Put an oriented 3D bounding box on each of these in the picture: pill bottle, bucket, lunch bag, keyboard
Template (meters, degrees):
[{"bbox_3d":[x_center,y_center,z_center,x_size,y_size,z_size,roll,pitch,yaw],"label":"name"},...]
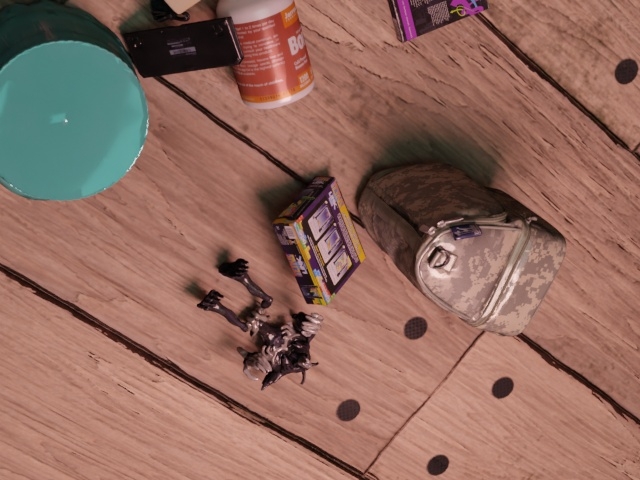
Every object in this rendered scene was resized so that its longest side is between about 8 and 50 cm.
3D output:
[{"bbox_3d":[-0.090,-0.321,1.877,0.121,0.121,0.216,-21,119,-10],"label":"pill bottle"},{"bbox_3d":[-0.387,-0.198,1.787,0.281,0.183,0.281,-8,115,-17],"label":"bucket"},{"bbox_3d":[0.218,0.001,2.030,0.256,0.305,0.213,18,105,-27],"label":"lunch bag"},{"bbox_3d":[-0.211,-0.305,1.844,0.180,0.023,0.108,-5,126,21],"label":"keyboard"}]

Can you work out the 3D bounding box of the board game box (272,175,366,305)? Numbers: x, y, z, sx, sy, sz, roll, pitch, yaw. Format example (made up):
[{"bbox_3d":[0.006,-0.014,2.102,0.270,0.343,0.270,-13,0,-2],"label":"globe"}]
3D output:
[{"bbox_3d":[0.000,0.000,2.055,0.141,0.048,0.170,-50,129,-41],"label":"board game box"}]

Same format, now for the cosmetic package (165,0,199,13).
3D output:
[{"bbox_3d":[-0.129,-0.481,1.738,0.309,0.113,0.160,-30,128,18],"label":"cosmetic package"}]

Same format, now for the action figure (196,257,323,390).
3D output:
[{"bbox_3d":[-0.083,0.163,2.088,0.164,0.141,0.276,-47,118,-5],"label":"action figure"}]

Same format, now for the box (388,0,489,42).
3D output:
[{"bbox_3d":[0.189,-0.406,1.995,0.162,0.029,0.116,-22,119,-8],"label":"box"}]
